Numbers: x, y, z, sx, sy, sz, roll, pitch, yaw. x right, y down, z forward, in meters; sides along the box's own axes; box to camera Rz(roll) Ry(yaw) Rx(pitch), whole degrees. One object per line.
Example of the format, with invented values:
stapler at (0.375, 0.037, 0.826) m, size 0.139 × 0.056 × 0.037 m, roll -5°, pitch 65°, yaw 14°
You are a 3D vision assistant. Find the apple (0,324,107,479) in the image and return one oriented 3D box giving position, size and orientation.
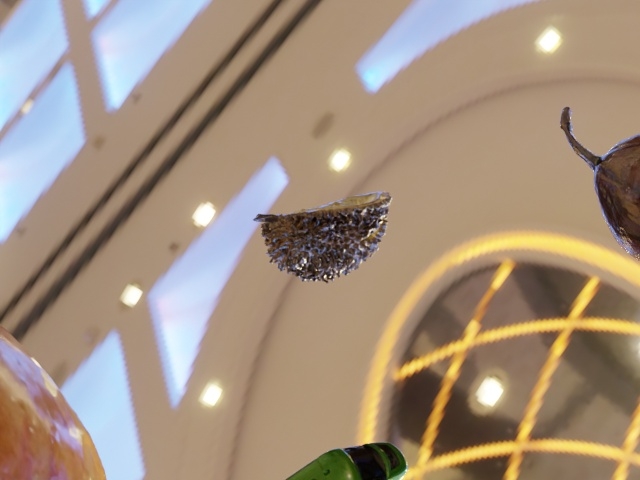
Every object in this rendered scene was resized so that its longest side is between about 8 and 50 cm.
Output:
apple at (-0.323, 0.195, 0.856) m, size 0.400 × 0.400 × 0.333 m, roll -54°, pitch -136°, yaw 3°

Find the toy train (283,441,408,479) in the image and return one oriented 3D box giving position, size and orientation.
toy train at (-0.030, 0.212, 1.080) m, size 0.209 × 0.042 × 0.044 m, roll -35°, pitch -130°, yaw -1°

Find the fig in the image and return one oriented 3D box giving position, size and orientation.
fig at (0.339, -0.045, 1.428) m, size 0.149 × 0.202 × 0.148 m, roll -72°, pitch 170°, yaw -80°

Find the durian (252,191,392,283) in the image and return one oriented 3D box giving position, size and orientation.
durian at (0.002, 0.001, 1.231) m, size 0.110 × 0.140 × 0.071 m, roll -25°, pitch -106°, yaw 49°
